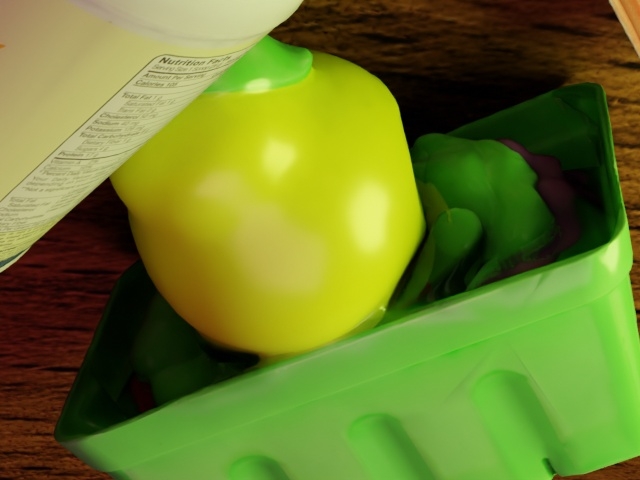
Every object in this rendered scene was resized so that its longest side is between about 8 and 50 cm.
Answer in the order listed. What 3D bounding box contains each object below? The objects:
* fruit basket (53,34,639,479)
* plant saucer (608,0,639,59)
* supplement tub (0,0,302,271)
[{"bbox_3d":[0.000,0.000,1.002,0.392,0.283,0.392,2,117,5],"label":"fruit basket"},{"bbox_3d":[0.276,-0.168,0.911,0.258,0.048,0.259,-41,143,2],"label":"plant saucer"},{"bbox_3d":[-0.140,-0.143,0.725,0.235,0.235,0.325,19,137,-38],"label":"supplement tub"}]
